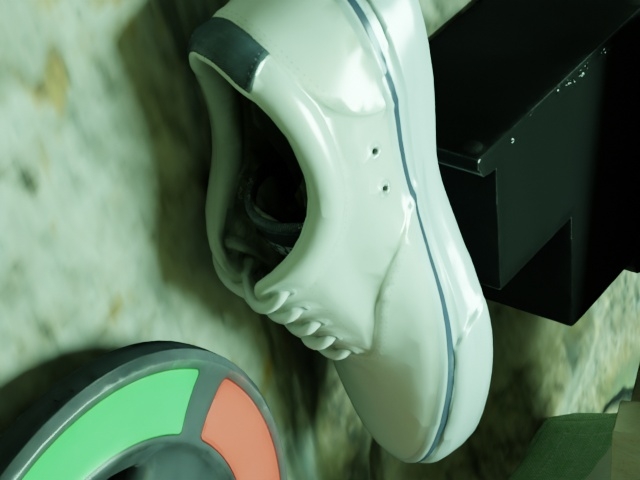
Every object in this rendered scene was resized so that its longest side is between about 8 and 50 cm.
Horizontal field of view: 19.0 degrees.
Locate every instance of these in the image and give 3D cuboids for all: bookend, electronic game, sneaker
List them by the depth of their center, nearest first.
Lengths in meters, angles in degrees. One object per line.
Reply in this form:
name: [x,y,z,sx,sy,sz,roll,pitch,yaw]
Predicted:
electronic game: [-0.082,0.149,0.721,0.229,0.048,0.229,-33,131,-48]
sneaker: [0.000,0.000,0.761,0.091,0.094,0.258,-34,130,-23]
bookend: [0.086,-0.020,0.890,0.156,0.072,0.157,-43,139,-40]

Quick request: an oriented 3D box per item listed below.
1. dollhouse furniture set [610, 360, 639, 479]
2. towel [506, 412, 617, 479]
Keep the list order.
dollhouse furniture set: [0.248,-0.080,0.910,0.355,0.174,0.303,-59,150,-61]
towel: [0.202,0.107,0.911,0.248,0.325,0.038,-39,105,-53]
